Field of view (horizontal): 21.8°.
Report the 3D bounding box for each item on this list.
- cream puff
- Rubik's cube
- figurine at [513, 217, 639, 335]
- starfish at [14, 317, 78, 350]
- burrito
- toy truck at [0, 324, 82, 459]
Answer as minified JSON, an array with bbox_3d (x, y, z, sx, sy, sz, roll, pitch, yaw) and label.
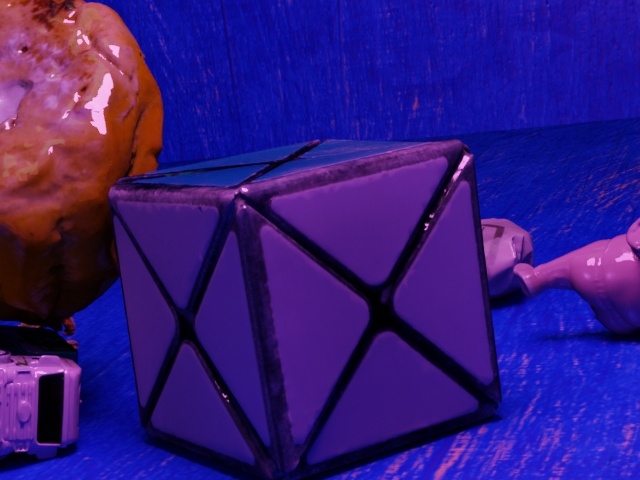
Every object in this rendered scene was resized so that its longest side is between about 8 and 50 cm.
[{"bbox_3d":[-0.284,-0.070,1.662,0.291,0.257,0.324,-25,49,-4],"label":"cream puff"},{"bbox_3d":[-0.013,0.047,1.494,0.259,0.255,0.260,-16,13,-33],"label":"Rubik's cube"},{"bbox_3d":[0.348,0.020,1.644,0.287,0.176,0.186,-17,26,46],"label":"figurine"},{"bbox_3d":[-0.387,0.121,1.924,0.209,0.053,0.150,-9,6,0],"label":"starfish"},{"bbox_3d":[0.035,0.049,1.873,0.445,0.101,0.139,-8,16,-11],"label":"burrito"},{"bbox_3d":[-0.303,0.139,1.628,0.124,0.114,0.253,0,8,-22],"label":"toy truck"}]
